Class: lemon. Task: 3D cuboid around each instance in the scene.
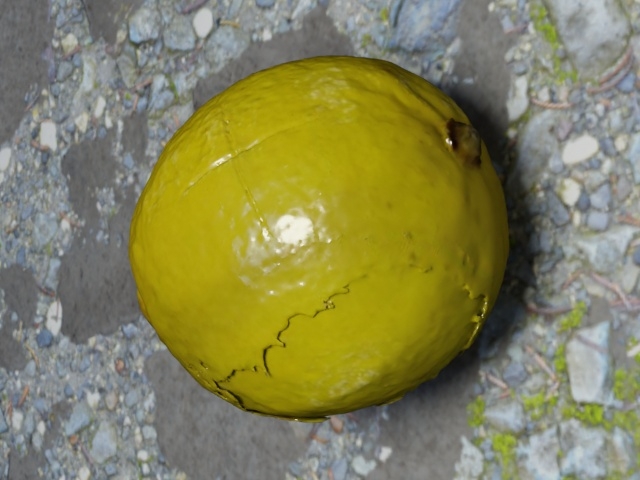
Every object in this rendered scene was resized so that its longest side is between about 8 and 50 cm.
[{"bbox_3d":[0.000,0.001,1.330,0.297,0.297,0.297,-2,87,43],"label":"lemon"}]
